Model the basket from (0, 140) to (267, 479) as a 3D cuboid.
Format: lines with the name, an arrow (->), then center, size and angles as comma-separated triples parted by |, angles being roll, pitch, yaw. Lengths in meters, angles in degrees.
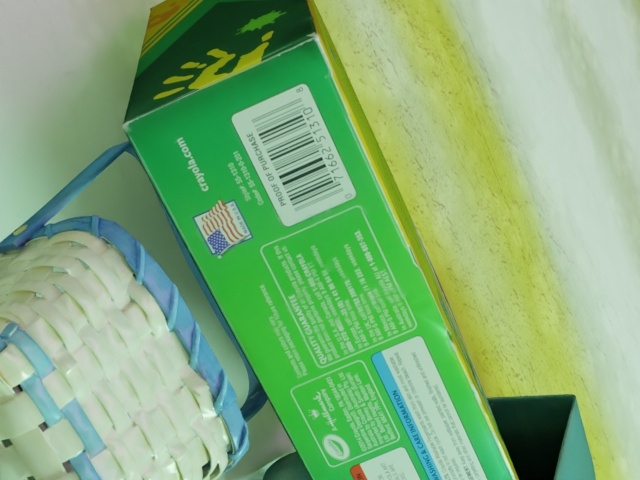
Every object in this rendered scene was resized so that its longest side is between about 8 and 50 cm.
basket -> -0.162, 0.083, 0.891 | 0.289, 0.201, 0.255 | -42, 111, -47

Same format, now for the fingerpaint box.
fingerpaint box -> 0.000, 0.000, 1.048 | 0.371, 0.163, 0.445 | -101, 167, -65

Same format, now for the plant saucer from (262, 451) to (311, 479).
plant saucer -> 0.039, 0.251, 1.152 | 0.195, 0.195, 0.037 | -19, 132, -57

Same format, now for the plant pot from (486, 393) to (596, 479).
plant pot -> 0.255, 0.334, 1.458 | 0.234, 0.165, 0.166 | 64, 34, -30
